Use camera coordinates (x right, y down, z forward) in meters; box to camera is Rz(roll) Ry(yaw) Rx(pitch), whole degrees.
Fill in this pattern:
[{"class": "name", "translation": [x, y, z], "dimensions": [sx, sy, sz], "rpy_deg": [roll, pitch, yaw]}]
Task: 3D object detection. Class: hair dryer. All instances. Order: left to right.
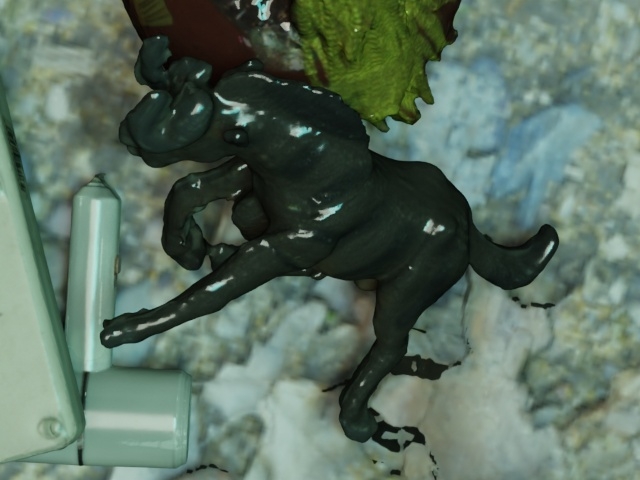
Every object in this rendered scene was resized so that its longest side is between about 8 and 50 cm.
[{"class": "hair dryer", "translation": [-0.100, 0.037, 0.706], "dimensions": [0.082, 0.047, 0.137], "rpy_deg": [2, 88, -4]}]

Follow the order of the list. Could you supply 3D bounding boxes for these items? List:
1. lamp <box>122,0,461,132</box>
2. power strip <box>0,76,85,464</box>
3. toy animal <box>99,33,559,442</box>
[{"class": "lamp", "translation": [-0.011, -0.130, 0.648], "dimensions": [0.157, 0.135, 0.156], "rpy_deg": [7, 95, -3]}, {"class": "power strip", "translation": [-0.194, -0.068, 0.664], "dimensions": [0.106, 0.043, 0.367], "rpy_deg": [-14, 88, -4]}, {"class": "toy animal", "translation": [0.000, 0.000, 0.656], "dimensions": [0.233, 0.084, 0.148], "rpy_deg": [24, 132, -33]}]
